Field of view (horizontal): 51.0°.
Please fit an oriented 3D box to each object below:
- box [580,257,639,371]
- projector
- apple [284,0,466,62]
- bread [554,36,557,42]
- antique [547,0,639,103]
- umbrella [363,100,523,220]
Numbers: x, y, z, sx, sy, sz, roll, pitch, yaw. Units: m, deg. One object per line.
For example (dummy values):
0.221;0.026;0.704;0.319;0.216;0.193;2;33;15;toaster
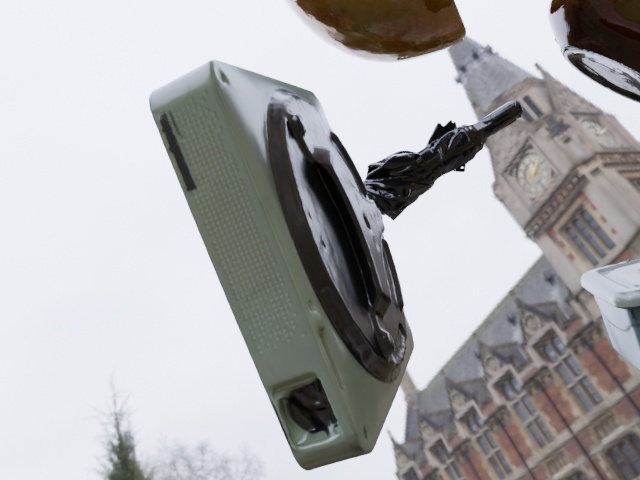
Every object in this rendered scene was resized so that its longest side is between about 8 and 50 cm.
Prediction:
0.429;0.077;0.827;0.162;0.130;0.227;-16;2;10;box
0.000;0.000;0.514;0.079;0.257;0.259;-21;2;16;projector
0.102;-0.417;1.112;0.314;0.309;0.252;11;-56;-5;apple
0.541;-0.437;1.399;0.044;0.111;0.083;-47;-39;-25;bread
0.412;-0.259;0.849;0.278;0.223;0.129;26;-82;-24;antique
0.232;-0.162;1.271;0.340;0.118;0.118;-31;-32;2;umbrella
